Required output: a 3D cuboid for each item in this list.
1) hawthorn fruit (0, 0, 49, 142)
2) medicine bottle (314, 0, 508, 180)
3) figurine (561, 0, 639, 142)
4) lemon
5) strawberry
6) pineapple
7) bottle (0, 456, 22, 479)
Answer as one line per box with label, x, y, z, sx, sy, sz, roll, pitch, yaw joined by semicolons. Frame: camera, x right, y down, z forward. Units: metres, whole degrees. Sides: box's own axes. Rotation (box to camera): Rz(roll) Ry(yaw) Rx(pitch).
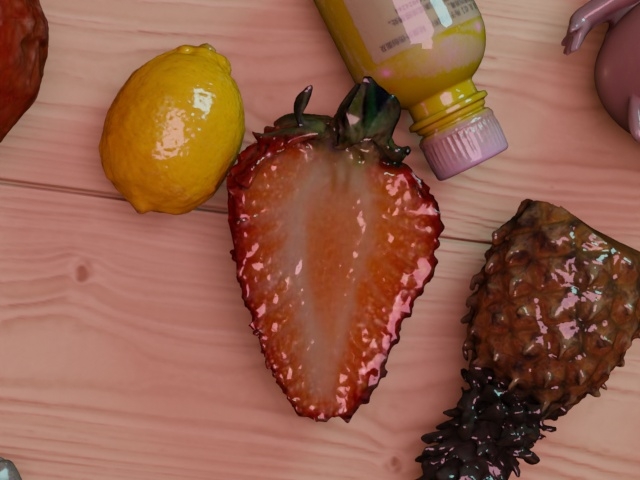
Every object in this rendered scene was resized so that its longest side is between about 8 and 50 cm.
hawthorn fruit;-0.327;-0.165;1.469;0.242;0.272;0.241;0;90;-5
medicine bottle;0.083;-0.159;1.615;0.122;0.122;0.212;-27;92;-10
figurine;0.315;-0.211;1.639;0.176;0.186;0.287;16;66;-33
lemon;-0.119;-0.092;1.582;0.114;0.114;0.155;28;75;-7
strawberry;0.000;0.000;1.597;0.188;0.106;0.286;4;100;-21
pineapple;0.161;0.110;1.604;0.158;0.158;0.278;31;86;-7
bottle;-0.254;0.312;1.552;0.083;0.083;0.269;-12;94;-10
